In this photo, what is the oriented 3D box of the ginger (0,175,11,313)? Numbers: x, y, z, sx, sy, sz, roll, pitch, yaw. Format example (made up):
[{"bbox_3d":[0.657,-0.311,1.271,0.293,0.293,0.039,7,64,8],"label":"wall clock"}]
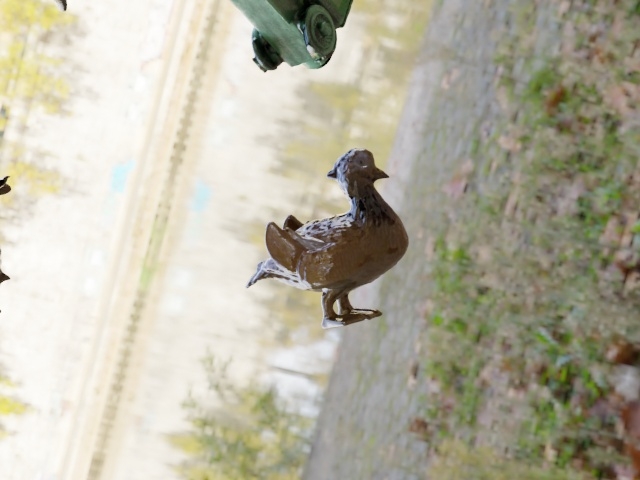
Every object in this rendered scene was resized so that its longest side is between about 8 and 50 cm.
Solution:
[{"bbox_3d":[-0.376,-0.040,1.055,0.176,0.254,0.418,-48,2,-34],"label":"ginger"}]

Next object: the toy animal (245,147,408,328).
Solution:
[{"bbox_3d":[0.000,0.000,1.180,0.089,0.188,0.179,-18,-79,-69],"label":"toy animal"}]

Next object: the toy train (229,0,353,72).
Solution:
[{"bbox_3d":[-0.067,-0.367,1.525,0.120,0.301,0.202,-5,58,38],"label":"toy train"}]

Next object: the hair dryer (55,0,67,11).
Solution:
[{"bbox_3d":[-0.291,-0.344,1.157,0.189,0.106,0.344,56,167,27],"label":"hair dryer"}]
